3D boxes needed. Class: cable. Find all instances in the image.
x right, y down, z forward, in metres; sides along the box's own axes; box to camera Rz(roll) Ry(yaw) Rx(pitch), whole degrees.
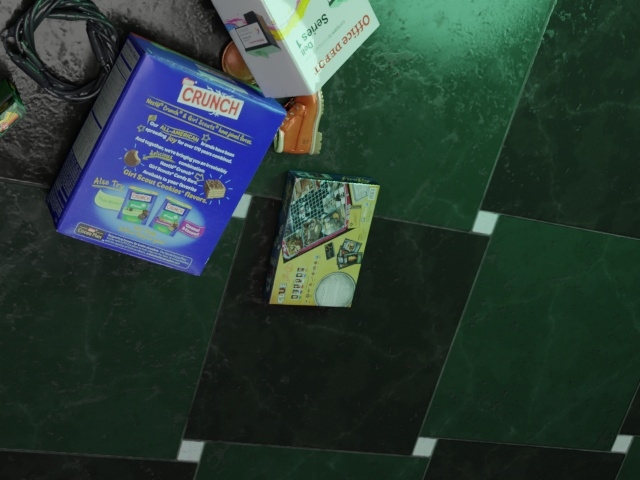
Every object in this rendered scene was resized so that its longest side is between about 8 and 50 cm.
[{"bbox_3d":[-0.384,-0.295,1.709,0.150,0.047,0.184,-51,125,-3],"label":"cable"}]

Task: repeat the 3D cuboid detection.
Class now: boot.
[{"bbox_3d":[-0.040,-0.217,1.868,0.084,0.059,0.158,-3,115,-15],"label":"boot"}]

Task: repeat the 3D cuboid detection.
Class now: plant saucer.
[{"bbox_3d":[-0.123,-0.297,1.822,0.083,0.013,0.083,-9,116,-18],"label":"plant saucer"}]

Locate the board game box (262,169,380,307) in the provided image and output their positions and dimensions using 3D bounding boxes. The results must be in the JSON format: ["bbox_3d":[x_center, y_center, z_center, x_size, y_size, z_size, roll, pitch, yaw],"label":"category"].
[{"bbox_3d":[0.000,0.000,1.988,0.165,0.042,0.243,4,111,-23],"label":"board game box"}]

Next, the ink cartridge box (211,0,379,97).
[{"bbox_3d":[-0.053,-0.387,1.705,0.201,0.117,0.278,-50,126,-30],"label":"ink cartridge box"}]

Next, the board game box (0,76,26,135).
[{"bbox_3d":[-0.550,-0.132,1.660,0.259,0.136,0.030,-41,120,1],"label":"board game box"}]

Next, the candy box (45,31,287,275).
[{"bbox_3d":[-0.246,-0.133,1.770,0.268,0.122,0.317,20,108,-34],"label":"candy box"}]
